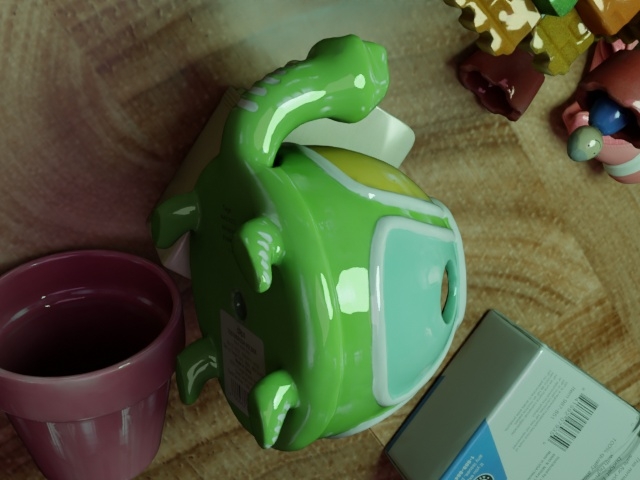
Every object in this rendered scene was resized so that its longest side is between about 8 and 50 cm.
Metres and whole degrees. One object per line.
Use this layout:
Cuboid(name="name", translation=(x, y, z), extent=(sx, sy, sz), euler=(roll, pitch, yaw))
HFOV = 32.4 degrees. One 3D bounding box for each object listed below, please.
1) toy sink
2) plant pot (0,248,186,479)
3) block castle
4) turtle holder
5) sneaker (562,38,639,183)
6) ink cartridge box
Cuboid(name="toy sink", translation=(-0.044, -0.062, 1.097), extent=(0.153, 0.131, 0.234), euler=(27, 102, -26))
Cuboid(name="plant pot", translation=(-0.228, 0.136, 1.073), extent=(0.201, 0.201, 0.180), euler=(-12, 126, -16))
Cuboid(name="block castle", translation=(0.138, -0.283, 0.996), extent=(0.213, 0.303, 0.453), euler=(-48, 117, -7))
Cuboid(name="turtle holder", translation=(-0.006, 0.010, 0.957), extent=(0.228, 0.243, 0.320), euler=(-12, 81, -27))
Cuboid(name="sneaker", translation=(0.381, -0.218, 1.207), extent=(0.136, 0.116, 0.313), euler=(27, 97, -24))
Cuboid(name="ink cartridge box", translation=(0.270, 0.260, 1.320), extent=(0.307, 0.129, 0.223), euler=(34, 94, -26))
